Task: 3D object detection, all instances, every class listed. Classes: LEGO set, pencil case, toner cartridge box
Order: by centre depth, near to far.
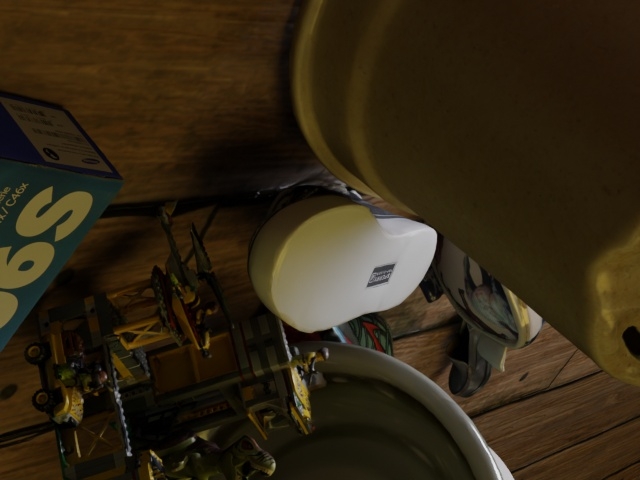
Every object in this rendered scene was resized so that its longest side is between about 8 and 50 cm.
[{"bbox_3d":[-0.285,0.061,0.796,0.348,0.075,0.165,-51,151,18],"label":"toner cartridge box"},{"bbox_3d":[-0.077,0.149,1.014,0.192,0.255,0.331,-18,144,2],"label":"LEGO set"},{"bbox_3d":[0.293,-0.045,1.339,0.410,0.160,0.183,-31,135,-23],"label":"pencil case"}]

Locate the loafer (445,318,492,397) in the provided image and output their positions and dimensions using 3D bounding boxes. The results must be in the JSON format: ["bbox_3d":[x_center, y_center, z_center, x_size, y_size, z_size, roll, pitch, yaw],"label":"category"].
[{"bbox_3d":[0.180,0.133,1.589,0.061,0.062,0.170,-4,136,-20],"label":"loafer"}]

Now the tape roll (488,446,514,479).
[{"bbox_3d":[0.114,0.364,1.625,0.169,0.246,0.246,-6,137,-50],"label":"tape roll"}]

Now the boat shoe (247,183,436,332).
[{"bbox_3d":[0.000,0.000,1.055,0.301,0.102,0.108,-4,120,-66],"label":"boat shoe"}]

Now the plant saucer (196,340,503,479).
[{"bbox_3d":[-0.001,0.294,1.152,0.400,0.400,0.100,-47,148,9],"label":"plant saucer"}]

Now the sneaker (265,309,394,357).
[{"bbox_3d":[0.013,0.108,1.291,0.262,0.104,0.125,63,33,-49],"label":"sneaker"}]

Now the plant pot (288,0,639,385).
[{"bbox_3d":[0.191,-0.078,0.893,0.334,0.305,0.334,-18,135,-19],"label":"plant pot"}]
